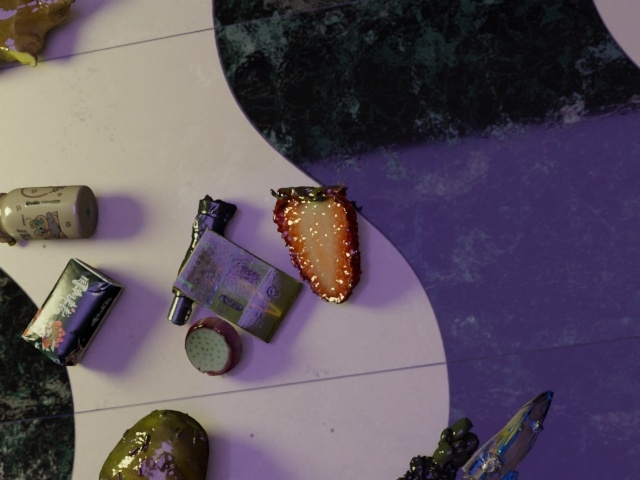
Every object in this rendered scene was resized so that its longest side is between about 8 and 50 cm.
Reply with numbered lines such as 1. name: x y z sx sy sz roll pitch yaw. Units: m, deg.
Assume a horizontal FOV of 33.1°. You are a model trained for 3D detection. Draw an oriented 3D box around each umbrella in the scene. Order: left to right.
1. umbrella: -0.217 0.036 1.895 0.066 0.059 0.235 18 86 33

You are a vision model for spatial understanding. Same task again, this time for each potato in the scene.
1. potato: -0.287 0.424 1.798 0.176 0.141 0.298 18 84 22

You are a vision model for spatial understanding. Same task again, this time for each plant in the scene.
1. plant: 0.192 0.366 1.755 0.174 0.087 0.085 -46 111 -3

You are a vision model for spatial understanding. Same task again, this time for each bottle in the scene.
1. bottle: -0.515 -0.043 1.945 0.209 0.097 0.110 -2 123 11

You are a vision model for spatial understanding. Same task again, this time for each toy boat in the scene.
1. toy boat: 0.313 0.324 1.745 0.210 0.084 0.066 -49 39 -12

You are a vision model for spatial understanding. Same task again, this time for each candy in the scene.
1. candy: -0.185 0.182 1.850 0.103 0.043 0.103 7 108 22

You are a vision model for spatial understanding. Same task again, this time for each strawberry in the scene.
1. strawberry: 0.003 -0.003 1.858 0.167 0.087 0.208 3 107 30

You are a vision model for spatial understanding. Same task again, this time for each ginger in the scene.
1. ginger: -0.579 -0.418 2.006 0.270 0.123 0.218 -18 81 -3

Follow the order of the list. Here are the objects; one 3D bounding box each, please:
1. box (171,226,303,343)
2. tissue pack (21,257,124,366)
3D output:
1. box: -0.142 0.078 1.857 0.193 0.030 0.121 31 87 -4
2. tissue pack: -0.435 0.126 1.900 0.103 0.090 0.170 31 86 16
